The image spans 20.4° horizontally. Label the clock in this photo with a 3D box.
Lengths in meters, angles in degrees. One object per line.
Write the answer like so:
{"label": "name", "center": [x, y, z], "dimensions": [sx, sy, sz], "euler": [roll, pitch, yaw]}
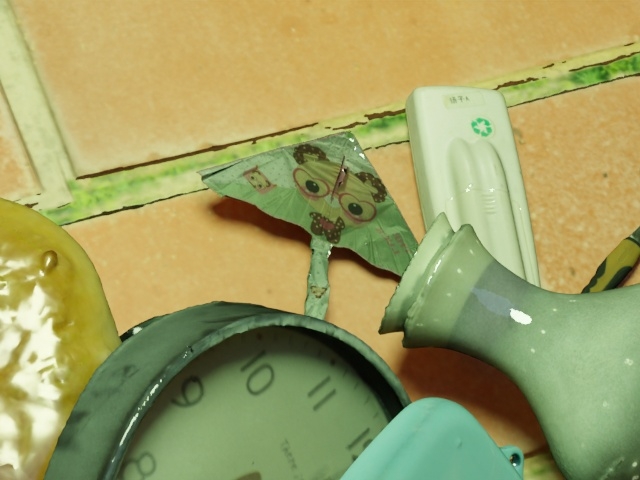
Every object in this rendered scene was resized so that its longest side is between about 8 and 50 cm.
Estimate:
{"label": "clock", "center": [-0.048, 0.203, 1.188], "dimensions": [0.325, 0.067, 0.325], "euler": [0, 90, -44]}

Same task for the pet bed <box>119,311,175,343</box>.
{"label": "pet bed", "center": [-0.084, 0.140, 1.330], "dimensions": [0.201, 0.053, 0.201], "euler": [6, 62, -11]}

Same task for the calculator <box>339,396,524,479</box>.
{"label": "calculator", "center": [0.056, 0.289, 1.207], "dimensions": [0.256, 0.054, 0.386], "euler": [54, 52, -29]}

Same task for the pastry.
{"label": "pastry", "center": [-0.274, 0.125, 1.214], "dimensions": [0.284, 0.184, 0.316], "euler": [19, 68, 6]}

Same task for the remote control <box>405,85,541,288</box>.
{"label": "remote control", "center": [0.130, -0.030, 1.477], "dimensions": [0.090, 0.049, 0.230], "euler": [0, 61, -16]}

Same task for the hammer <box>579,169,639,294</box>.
{"label": "hammer", "center": [0.263, 0.012, 1.503], "dimensions": [0.078, 0.021, 0.201], "euler": [38, 60, 8]}

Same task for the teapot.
{"label": "teapot", "center": [0.177, 0.080, 1.326], "dimensions": [0.251, 0.183, 0.183], "euler": [28, 59, 9]}

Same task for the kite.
{"label": "kite", "center": [0.001, -0.001, 1.429], "dimensions": [0.229, 0.012, 0.250], "euler": [23, 47, -14]}
